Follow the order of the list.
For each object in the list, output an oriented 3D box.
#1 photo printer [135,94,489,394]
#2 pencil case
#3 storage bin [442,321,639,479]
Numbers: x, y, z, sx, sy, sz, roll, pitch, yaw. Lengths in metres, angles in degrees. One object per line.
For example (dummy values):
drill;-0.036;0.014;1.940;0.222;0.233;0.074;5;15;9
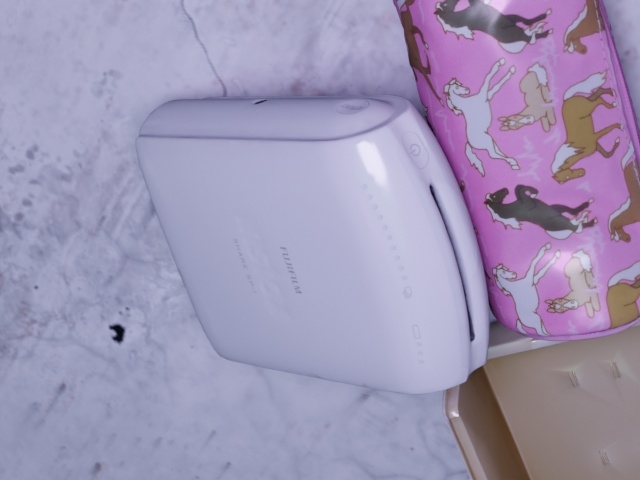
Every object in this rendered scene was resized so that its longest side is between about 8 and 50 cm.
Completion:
photo printer;0.000;0.000;1.164;0.307;0.107;0.256;6;123;44
pencil case;0.169;-0.114;1.096;0.167;0.160;0.386;-26;112;-14
storage bin;0.279;0.186;1.242;0.262;0.123;0.260;-16;112;23
